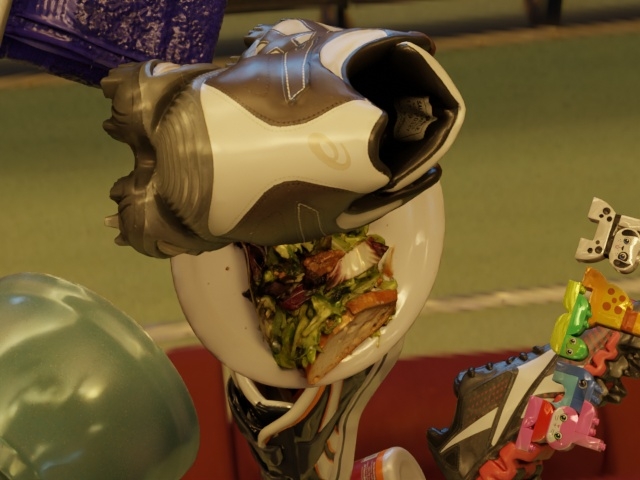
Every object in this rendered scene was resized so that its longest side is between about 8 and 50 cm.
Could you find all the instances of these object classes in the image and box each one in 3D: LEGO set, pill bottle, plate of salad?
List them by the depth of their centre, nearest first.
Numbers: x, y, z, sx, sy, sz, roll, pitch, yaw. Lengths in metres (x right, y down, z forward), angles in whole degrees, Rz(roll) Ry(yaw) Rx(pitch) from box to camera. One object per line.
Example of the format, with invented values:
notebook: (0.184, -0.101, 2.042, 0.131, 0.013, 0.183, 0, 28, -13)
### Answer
plate of salad: (0.000, 0.000, 0.940, 0.200, 0.200, 0.048, -27, 21, -20)
LEGO set: (0.255, 0.089, 1.279, 0.093, 0.087, 0.227, 16, 83, 23)
pill bottle: (0.033, 0.281, 1.555, 0.152, 0.086, 0.086, -25, 43, 24)

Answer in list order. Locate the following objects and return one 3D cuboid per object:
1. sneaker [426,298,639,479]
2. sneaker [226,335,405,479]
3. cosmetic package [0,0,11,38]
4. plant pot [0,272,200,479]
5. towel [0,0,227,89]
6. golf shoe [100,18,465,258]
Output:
sneaker: (0.208, 0.146, 1.439, 0.276, 0.097, 0.135, -49, 65, 13)
sneaker: (-0.031, 0.157, 1.381, 0.127, 0.321, 0.126, -10, 47, -29)
cosmetic package: (-0.322, -0.076, 0.527, 0.394, 0.329, 0.327, 15, 68, -13)
plant pot: (-0.301, 0.208, 1.527, 0.293, 0.293, 0.196, 22, 45, 20)
towel: (-0.218, -0.259, 1.341, 0.308, 0.227, 0.076, 15, 0, -30)
golf shoe: (0.008, -0.034, 0.484, 0.094, 0.077, 0.198, -3, 14, 19)
